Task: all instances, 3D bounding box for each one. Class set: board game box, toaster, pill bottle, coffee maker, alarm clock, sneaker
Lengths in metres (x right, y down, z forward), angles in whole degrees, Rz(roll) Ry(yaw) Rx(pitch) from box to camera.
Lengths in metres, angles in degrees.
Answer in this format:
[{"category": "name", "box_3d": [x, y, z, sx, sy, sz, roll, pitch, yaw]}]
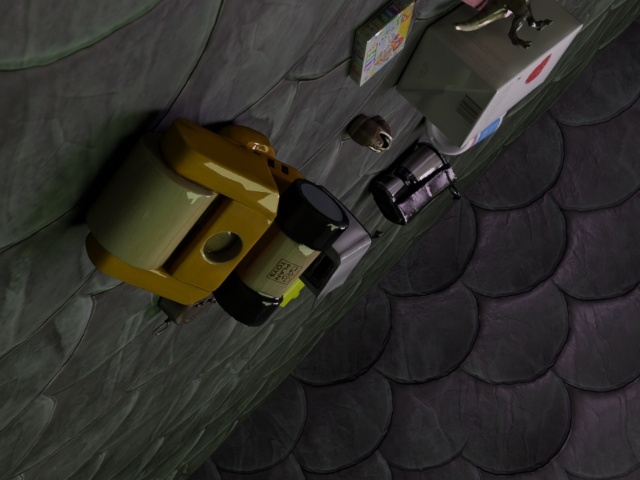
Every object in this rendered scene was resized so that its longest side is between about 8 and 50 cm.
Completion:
[{"category": "board game box", "box_3d": [0.095, -0.314, 1.682, 0.103, 0.026, 0.154, -42, 169, -13]}, {"category": "toaster", "box_3d": [0.000, 0.000, 2.109, 0.110, 0.168, 0.186, -35, 165, -41]}, {"category": "pill bottle", "box_3d": [0.343, -0.286, 2.461, 0.221, 0.124, 0.124, -32, 163, -48]}, {"category": "coffee maker", "box_3d": [0.229, -0.116, 2.538, 0.178, 0.171, 0.120, -41, -175, -15]}, {"category": "alarm clock", "box_3d": [-0.235, 0.107, 1.919, 0.192, 0.064, 0.129, -45, 170, 16]}, {"category": "sneaker", "box_3d": [0.105, -0.193, 2.049, 0.066, 0.071, 0.188, -49, 168, 16]}]

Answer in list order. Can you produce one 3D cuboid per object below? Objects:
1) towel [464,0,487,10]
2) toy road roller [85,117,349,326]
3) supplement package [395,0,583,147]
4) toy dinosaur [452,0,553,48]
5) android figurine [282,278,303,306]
[{"category": "towel", "box_3d": [0.334, -0.530, 1.768, 0.329, 0.037, 0.237, -49, 168, 15]}, {"category": "toy road roller", "box_3d": [-0.147, -0.055, 1.417, 0.329, 0.241, 0.202, 23, 117, -38]}, {"category": "supplement package", "box_3d": [0.317, -0.344, 2.007, 0.293, 0.175, 0.177, -39, 166, -33]}, {"category": "toy dinosaur", "box_3d": [0.350, -0.408, 1.897, 0.268, 0.118, 0.064, -41, -161, -16]}, {"category": "android figurine", "box_3d": [-0.057, 0.074, 2.470, 0.248, 0.056, 0.273, -45, 170, 1]}]
